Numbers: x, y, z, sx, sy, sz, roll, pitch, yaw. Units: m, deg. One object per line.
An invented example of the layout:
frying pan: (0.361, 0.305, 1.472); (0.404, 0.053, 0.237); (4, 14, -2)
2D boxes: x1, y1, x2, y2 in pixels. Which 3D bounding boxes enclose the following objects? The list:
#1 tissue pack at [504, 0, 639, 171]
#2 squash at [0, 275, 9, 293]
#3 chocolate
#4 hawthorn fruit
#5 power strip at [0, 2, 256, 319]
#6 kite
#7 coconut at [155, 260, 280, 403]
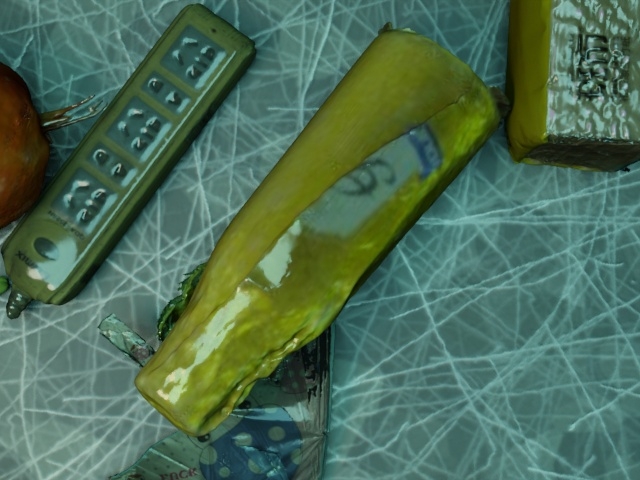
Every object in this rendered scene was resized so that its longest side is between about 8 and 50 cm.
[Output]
tissue pack: (0.257, -0.211, 1.096); (0.134, 0.192, 0.270); (3, 86, 1)
squash: (-0.371, 0.066, 1.185); (0.089, 0.027, 0.027); (-39, 86, -2)
chocolate: (0.000, 0.000, 1.070); (0.162, 0.162, 0.445); (37, 76, 3)
hawthorn fruit: (-0.359, -0.096, 1.109); (0.299, 0.211, 0.211); (-11, 86, -7)
power strip: (-0.214, -0.076, 1.168); (0.092, 0.066, 0.387); (36, 89, 6)
kite: (-0.104, 0.185, 1.143); (0.335, 0.011, 0.314); (-41, 100, 8)
coconut: (-0.101, 0.090, 1.153); (0.133, 0.055, 0.158); (0, 103, 1)
